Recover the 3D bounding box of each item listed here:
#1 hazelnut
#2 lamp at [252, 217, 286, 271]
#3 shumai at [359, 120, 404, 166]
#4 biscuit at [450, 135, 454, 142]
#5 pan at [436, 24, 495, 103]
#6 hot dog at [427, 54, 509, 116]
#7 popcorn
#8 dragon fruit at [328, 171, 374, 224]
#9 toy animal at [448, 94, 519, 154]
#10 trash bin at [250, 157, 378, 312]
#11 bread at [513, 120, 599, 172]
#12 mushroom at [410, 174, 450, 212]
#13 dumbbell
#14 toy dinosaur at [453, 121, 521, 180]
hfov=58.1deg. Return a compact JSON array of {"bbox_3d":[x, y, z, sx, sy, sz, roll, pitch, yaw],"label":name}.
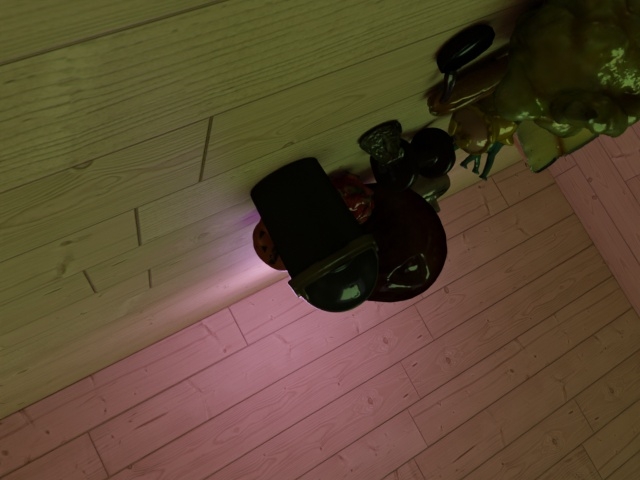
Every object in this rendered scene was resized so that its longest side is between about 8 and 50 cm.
[{"bbox_3d":[0.168,0.002,1.763,0.430,0.401,0.402,16,-154,40],"label":"hazelnut"},{"bbox_3d":[-0.092,-0.017,1.510,0.188,0.164,0.187,-44,161,-19],"label":"lamp"},{"bbox_3d":[0.156,-0.216,1.331,0.124,0.087,0.099,-23,170,-47],"label":"shumai"},{"bbox_3d":[0.362,-0.284,1.885,0.175,0.026,0.124,-34,172,38],"label":"biscuit"},{"bbox_3d":[0.256,-0.330,1.084,0.115,0.040,0.212,-27,166,-14],"label":"pan"},{"bbox_3d":[0.346,-0.342,1.242,0.250,0.068,0.100,-26,-174,0],"label":"hot dog"},{"bbox_3d":[0.477,-0.323,1.035,0.275,0.278,0.335,12,-168,22],"label":"popcorn"},{"bbox_3d":[0.057,-0.107,1.547,0.167,0.160,0.172,6,163,14],"label":"dragon fruit"},{"bbox_3d":[0.426,-0.302,1.517,0.230,0.156,0.156,-21,170,-36],"label":"toy animal"},{"bbox_3d":[0.000,0.000,1.271,0.214,0.333,0.214,-27,174,-3],"label":"trash bin"},{"bbox_3d":[0.893,-0.429,2.167,0.346,0.242,0.405,-33,176,9],"label":"bread"},{"bbox_3d":[0.374,-0.173,2.118,0.227,0.177,0.226,-19,169,-4],"label":"mushroom"},{"bbox_3d":[0.242,-0.211,1.488,0.124,0.140,0.226,-13,-175,45],"label":"dumbbell"},{"bbox_3d":[0.538,-0.372,1.823,0.384,0.129,0.330,14,109,-48],"label":"toy dinosaur"}]
